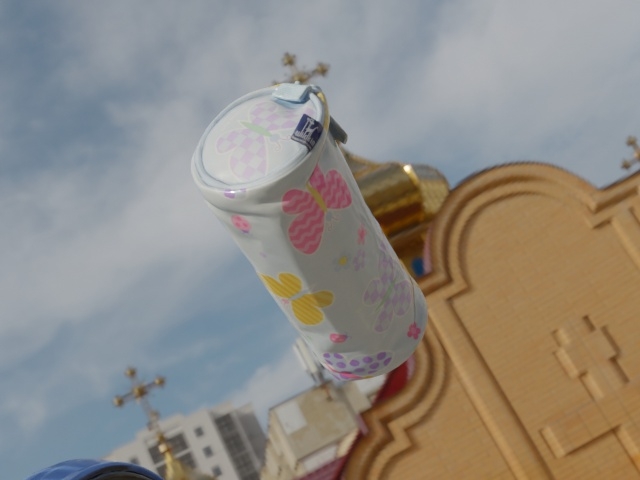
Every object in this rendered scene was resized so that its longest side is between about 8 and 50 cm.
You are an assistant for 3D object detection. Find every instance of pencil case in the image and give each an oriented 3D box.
[{"bbox_3d":[0.000,0.000,0.762,0.113,0.124,0.273,2,-40,31],"label":"pencil case"}]

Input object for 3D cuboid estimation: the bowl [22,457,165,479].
[{"bbox_3d":[-0.246,0.448,1.071,0.077,0.391,0.391,-17,-14,24],"label":"bowl"}]
